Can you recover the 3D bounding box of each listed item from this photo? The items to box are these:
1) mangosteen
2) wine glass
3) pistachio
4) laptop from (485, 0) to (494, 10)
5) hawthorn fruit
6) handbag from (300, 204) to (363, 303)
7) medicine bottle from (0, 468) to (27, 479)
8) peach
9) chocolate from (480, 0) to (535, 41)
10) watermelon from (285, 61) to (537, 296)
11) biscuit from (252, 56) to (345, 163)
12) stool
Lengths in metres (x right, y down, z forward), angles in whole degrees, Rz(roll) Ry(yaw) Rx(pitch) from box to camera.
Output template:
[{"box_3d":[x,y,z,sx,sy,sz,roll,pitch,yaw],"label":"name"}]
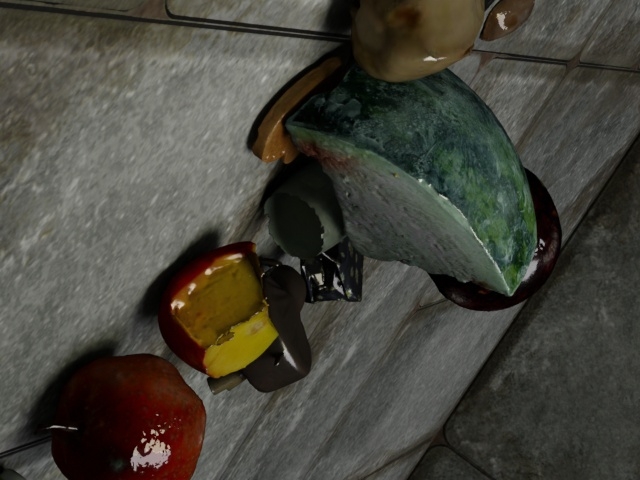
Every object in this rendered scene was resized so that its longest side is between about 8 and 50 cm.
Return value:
[{"box_3d":[0.223,-0.008,2.458,0.265,0.228,0.228,-6,-148,51],"label":"mangosteen"},{"box_3d":[0.051,-0.157,1.913,0.309,0.096,0.264,-38,135,-43],"label":"wine glass"},{"box_3d":[0.105,-0.233,1.721,0.206,0.131,0.129,-40,168,-53],"label":"pistachio"},{"box_3d":[0.226,-0.360,1.992,0.154,0.026,0.207,-51,165,-12],"label":"laptop"},{"box_3d":[-0.210,0.192,1.701,0.194,0.157,0.157,8,119,-52],"label":"hawthorn fruit"},{"box_3d":[0.000,0.000,2.002,0.139,0.072,0.115,58,32,-57],"label":"handbag"},{"box_3d":[-0.368,0.327,1.677,0.220,0.061,0.092,-47,-178,-20],"label":"medicine bottle"},{"box_3d":[-0.109,0.078,1.785,0.151,0.118,0.151,-3,90,-85],"label":"peach"},{"box_3d":[0.251,-0.296,2.200,0.101,0.031,0.064,-38,153,-41],"label":"chocolate"},{"box_3d":[0.087,-0.088,1.824,0.213,0.320,0.289,-48,-155,37],"label":"watermelon"},{"box_3d":[-0.026,-0.128,1.757,0.140,0.023,0.118,-41,160,-41],"label":"biscuit"},{"box_3d":[-0.075,0.098,1.936,0.121,0.125,0.217,-24,-154,13],"label":"stool"}]
